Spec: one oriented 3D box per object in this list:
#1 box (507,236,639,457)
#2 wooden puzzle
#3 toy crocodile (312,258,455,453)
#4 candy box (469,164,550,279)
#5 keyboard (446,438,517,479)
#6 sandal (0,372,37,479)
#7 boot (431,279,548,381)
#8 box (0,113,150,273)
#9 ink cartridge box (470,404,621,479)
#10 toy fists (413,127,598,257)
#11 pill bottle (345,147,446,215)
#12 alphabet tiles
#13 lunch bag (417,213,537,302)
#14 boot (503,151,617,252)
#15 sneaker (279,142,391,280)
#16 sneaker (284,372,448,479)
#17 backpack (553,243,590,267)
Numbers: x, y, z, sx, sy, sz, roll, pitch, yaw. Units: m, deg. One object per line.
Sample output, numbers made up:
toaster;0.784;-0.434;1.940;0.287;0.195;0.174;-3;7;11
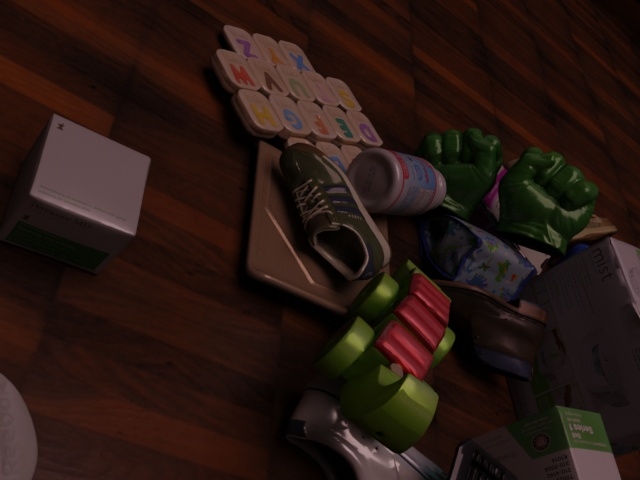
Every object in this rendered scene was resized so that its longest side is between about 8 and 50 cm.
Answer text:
box;0.390;0.166;1.001;0.127;0.231;0.261;18;50;-36
wooden puzzle;0.000;0.000;0.894;0.221;0.044;0.238;27;41;-29
toy crocodile;0.087;0.102;0.741;0.115;0.105;0.340;45;26;-1
candy box;0.299;-0.047;1.198;0.233;0.071;0.159;53;38;2
keyboard;0.143;0.375;0.670;0.201;0.033;0.317;46;56;-38
sandal;-0.331;0.200;0.372;0.416;0.102;0.169;-24;94;-63
boot;0.211;0.123;0.967;0.219;0.082;0.106;14;73;-8
box;-0.228;-0.041;0.654;0.101;0.087;0.102;25;46;-30
ink cartridge box;0.271;0.328;0.815;0.093;0.160;0.219;19;49;-34
toy fists;0.268;-0.087;1.046;0.142;0.279;0.096;-66;158;-7
pill bottle;0.111;-0.078;0.975;0.160;0.087;0.087;1;61;-54
alphabet tiles;-0.025;-0.197;1.002;0.284;0.021;0.278;-1;57;-50
lunch bag;0.225;0.021;1.058;0.129;0.096;0.151;27;16;-29
boot;0.472;-0.076;1.379;0.262;0.095;0.203;-6;65;-43
sneaker;0.009;-0.032;0.834;0.192;0.064;0.086;52;30;-1
sneaker;0.062;0.257;0.733;0.258;0.094;0.091;44;57;-4
backpack;0.494;0.066;1.292;0.120;0.098;0.101;32;21;-12
